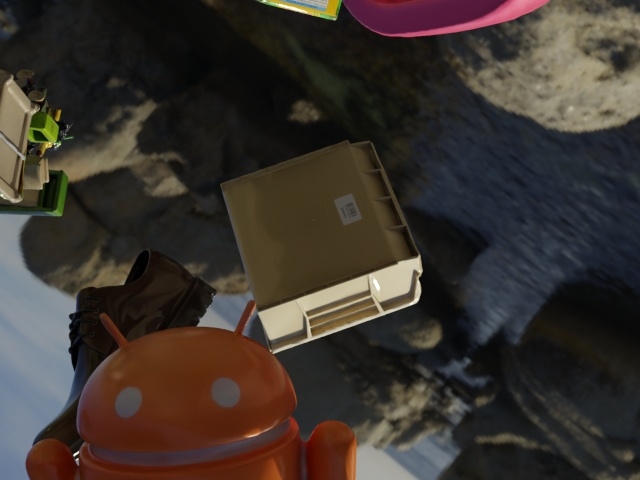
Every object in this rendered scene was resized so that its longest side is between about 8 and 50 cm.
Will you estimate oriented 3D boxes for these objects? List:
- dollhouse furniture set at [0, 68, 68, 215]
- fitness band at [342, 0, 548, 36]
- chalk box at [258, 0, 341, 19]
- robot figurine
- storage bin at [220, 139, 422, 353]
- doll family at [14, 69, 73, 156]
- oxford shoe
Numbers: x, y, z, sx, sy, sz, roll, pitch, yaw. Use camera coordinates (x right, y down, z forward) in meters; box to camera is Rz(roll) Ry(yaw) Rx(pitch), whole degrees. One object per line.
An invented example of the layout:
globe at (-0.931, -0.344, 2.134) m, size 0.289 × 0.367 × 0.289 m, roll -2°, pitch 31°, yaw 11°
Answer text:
dollhouse furniture set at (-0.224, -0.059, 0.691) m, size 0.058 × 0.076 × 0.152 m, roll 4°, pitch 166°, yaw 3°
fitness band at (0.081, -0.252, 0.701) m, size 0.291 × 0.054 × 0.209 m, roll 10°, pitch 110°, yaw 61°
chalk box at (-0.074, -0.377, 1.275) m, size 0.132 × 0.132 × 0.213 m, roll 1°, pitch -159°, yaw -41°
robot figurine at (-0.073, 0.145, 0.570) m, size 0.158 × 0.219 × 0.128 m, roll 2°, pitch -171°, yaw 41°
storage bin at (0.000, 0.000, 1.568) m, size 0.123 × 0.260 × 0.262 m, roll 72°, pitch 179°, yaw -53°
doll family at (-0.389, -0.130, 1.346) m, size 0.076 × 0.193 × 0.111 m, roll 13°, pitch 150°, yaw 11°
oxford shoe at (-0.179, 0.093, 0.821) m, size 0.096 × 0.227 × 0.083 m, roll 43°, pitch 132°, yaw -13°
